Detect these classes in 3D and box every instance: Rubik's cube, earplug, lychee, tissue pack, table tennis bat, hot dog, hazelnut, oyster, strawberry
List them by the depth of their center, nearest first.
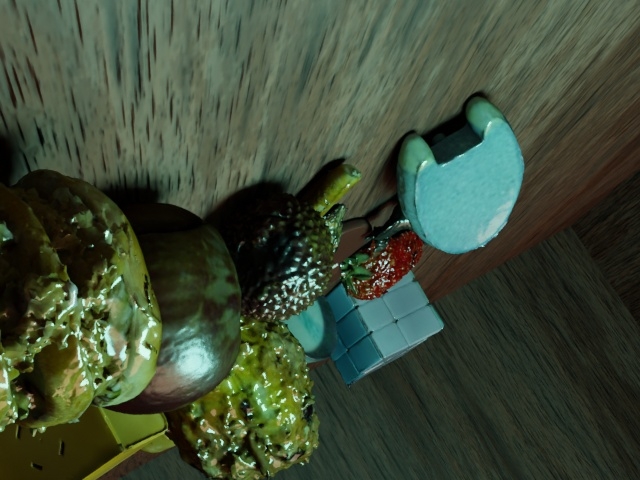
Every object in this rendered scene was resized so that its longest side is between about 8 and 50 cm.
[{"bbox_3d":[-0.195,0.074,0.971,0.218,0.233,0.218,-8,179,0],"label":"hazelnut"},{"bbox_3d":[-0.062,0.025,1.207,0.188,0.188,0.188,-29,167,-7],"label":"lychee"},{"bbox_3d":[-0.013,-0.051,1.318,0.066,0.047,0.216,-39,176,-46],"label":"hot dog"},{"bbox_3d":[-0.423,0.313,1.445,0.275,0.194,0.145,-36,171,21],"label":"tissue pack"},{"bbox_3d":[0.000,0.003,1.522,0.105,0.056,0.177,-28,157,-37],"label":"oyster"},{"bbox_3d":[0.018,0.035,1.729,0.200,0.038,0.310,-30,167,-4],"label":"table tennis bat"},{"bbox_3d":[-0.139,0.228,1.844,0.324,0.185,0.185,-32,169,33],"label":"earplug"},{"bbox_3d":[0.149,0.061,1.977,0.286,0.106,0.188,-22,166,-37],"label":"strawberry"},{"bbox_3d":[0.140,0.210,2.248,0.221,0.224,0.231,-22,165,-35],"label":"Rubik's cube"}]

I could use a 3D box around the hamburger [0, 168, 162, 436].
[{"bbox_3d":[-0.277,0.066,0.744,0.211,0.245,0.260,-22,126,-46],"label":"hamburger"}]

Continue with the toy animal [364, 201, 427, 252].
[{"bbox_3d":[0.189,-0.058,1.642,0.232,0.084,0.148,-47,160,30],"label":"toy animal"}]

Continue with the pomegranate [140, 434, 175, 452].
[{"bbox_3d":[-0.342,0.372,1.845,0.196,0.196,0.196,-29,167,-7],"label":"pomegranate"}]

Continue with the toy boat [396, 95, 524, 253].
[{"bbox_3d":[0.224,-0.111,1.460,0.215,0.123,0.330,-33,143,-1],"label":"toy boat"}]

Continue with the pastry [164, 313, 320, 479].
[{"bbox_3d":[-0.155,0.276,1.556,0.293,0.337,0.405,-21,165,-24],"label":"pastry"}]
